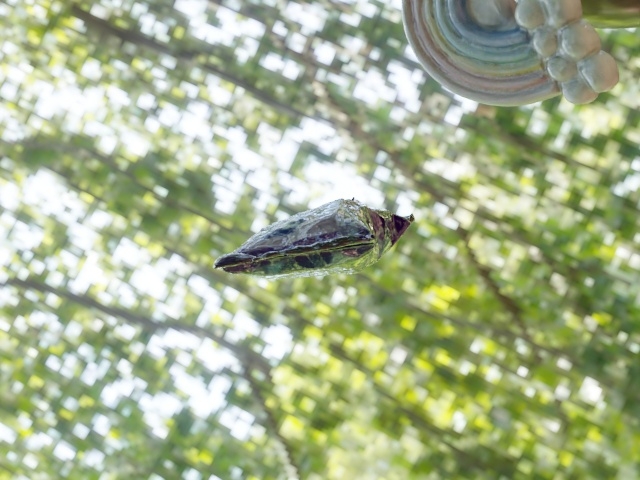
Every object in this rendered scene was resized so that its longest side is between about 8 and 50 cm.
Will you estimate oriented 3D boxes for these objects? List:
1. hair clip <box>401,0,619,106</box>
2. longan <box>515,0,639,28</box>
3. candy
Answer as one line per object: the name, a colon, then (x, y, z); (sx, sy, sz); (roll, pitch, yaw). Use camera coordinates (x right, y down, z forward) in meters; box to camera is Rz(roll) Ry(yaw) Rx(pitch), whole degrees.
hair clip: (0.114, -0.182, 1.193); (0.054, 0.140, 0.220); (-20, -94, -53)
longan: (0.273, -0.338, 1.614); (0.297, 0.297, 0.297); (-41, -34, -37)
candy: (0.000, 0.000, 1.555); (0.275, 0.145, 0.070); (-30, -72, -78)
